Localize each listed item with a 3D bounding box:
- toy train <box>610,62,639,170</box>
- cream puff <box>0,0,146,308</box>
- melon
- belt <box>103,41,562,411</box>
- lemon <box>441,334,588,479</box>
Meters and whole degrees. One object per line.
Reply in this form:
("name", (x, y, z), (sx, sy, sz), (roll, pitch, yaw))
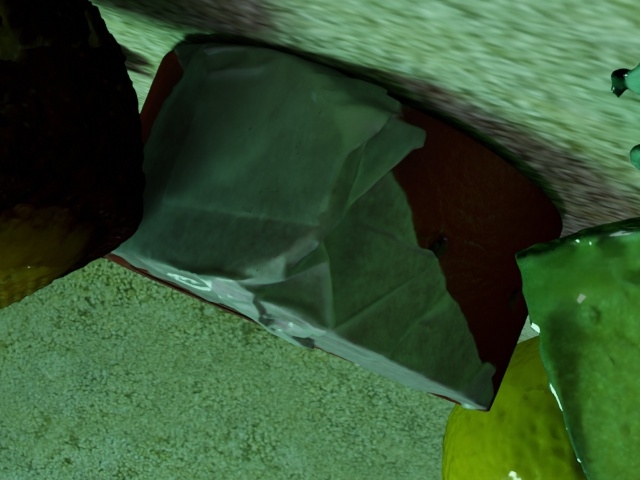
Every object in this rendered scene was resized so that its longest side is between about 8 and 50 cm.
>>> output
("toy train", (0.105, -0.037, 0.281), (0.081, 0.050, 0.122), (12, 170, 19))
("cream puff", (-0.188, -0.043, 0.513), (0.239, 0.165, 0.239), (-19, 171, -3))
("melon", (0.213, 0.068, 0.507), (0.196, 0.124, 0.323), (20, -179, 31))
("belt", (0.000, 0.000, 0.678), (0.227, 0.115, 0.324), (19, 174, 13))
("lemon", (0.212, 0.182, 1.040), (0.228, 0.228, 0.253), (22, 176, -10))
